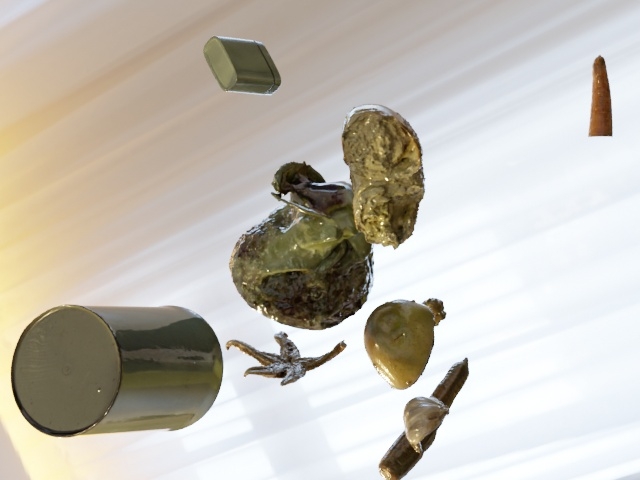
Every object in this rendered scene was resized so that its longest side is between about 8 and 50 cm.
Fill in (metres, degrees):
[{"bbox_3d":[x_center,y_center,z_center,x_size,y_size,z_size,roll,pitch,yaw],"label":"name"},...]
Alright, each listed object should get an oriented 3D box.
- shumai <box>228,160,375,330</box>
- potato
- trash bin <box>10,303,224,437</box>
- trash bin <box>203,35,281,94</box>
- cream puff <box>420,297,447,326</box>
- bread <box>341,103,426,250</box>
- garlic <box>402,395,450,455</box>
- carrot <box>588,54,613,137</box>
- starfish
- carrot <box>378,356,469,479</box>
[{"bbox_3d":[0.000,0.000,1.931,0.395,0.348,0.395,14,-134,-15],"label":"shumai"},{"bbox_3d":[0.151,0.212,1.696,0.117,0.182,0.202,29,-112,-32],"label":"potato"},{"bbox_3d":[-0.391,0.264,1.601,0.432,0.280,0.280,22,-134,-69],"label":"trash bin"},{"bbox_3d":[-0.155,-0.348,1.554,0.130,0.059,0.116,-10,-114,-51],"label":"trash bin"},{"bbox_3d":[0.292,0.185,2.038,0.083,0.083,0.058,25,-156,-25],"label":"cream puff"},{"bbox_3d":[0.136,-0.152,1.667,0.192,0.171,0.314,-88,-12,-64],"label":"bread"},{"bbox_3d":[0.191,0.332,1.456,0.074,0.094,0.113,43,-164,-15],"label":"garlic"},{"bbox_3d":[0.703,-0.362,1.955,0.061,0.061,0.209,-2,-88,-71],"label":"carrot"},{"bbox_3d":[-0.088,0.326,2.148,0.375,0.327,0.094,-137,44,-70],"label":"starfish"},{"bbox_3d":[0.235,0.373,1.644,0.342,0.070,0.070,-45,-65,-32],"label":"carrot"}]
